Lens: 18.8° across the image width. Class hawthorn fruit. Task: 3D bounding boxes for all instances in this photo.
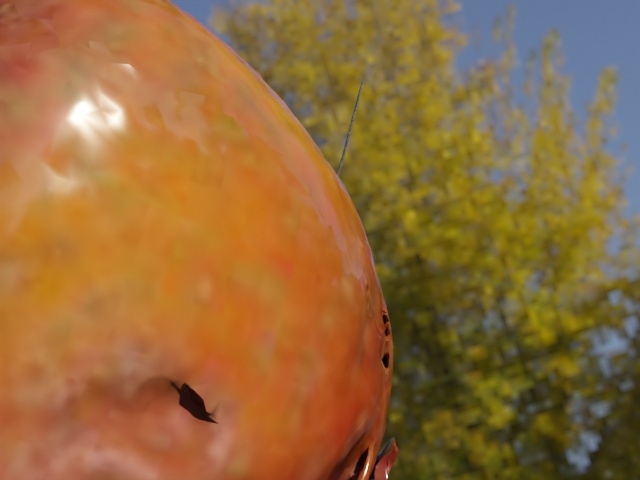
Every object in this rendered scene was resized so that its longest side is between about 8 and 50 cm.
[{"bbox_3d":[-0.083,0.053,0.731,0.307,0.276,0.276,35,-39,-16],"label":"hawthorn fruit"}]

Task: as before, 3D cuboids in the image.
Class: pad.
[{"bbox_3d":[0.000,0.000,1.124,0.003,0.143,0.211,15,21,0],"label":"pad"}]
